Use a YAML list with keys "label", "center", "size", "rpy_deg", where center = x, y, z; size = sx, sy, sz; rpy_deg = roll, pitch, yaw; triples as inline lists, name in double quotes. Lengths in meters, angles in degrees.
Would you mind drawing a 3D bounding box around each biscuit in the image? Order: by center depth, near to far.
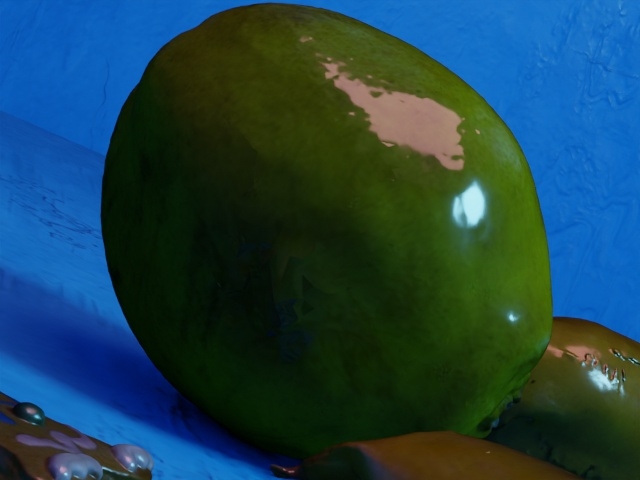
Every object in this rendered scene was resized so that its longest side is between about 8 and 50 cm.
- label: "biscuit"
  center: [-0.178, 0.068, 0.745]
  size: [0.205, 0.031, 0.138]
  rpy_deg: [24, 4, 14]

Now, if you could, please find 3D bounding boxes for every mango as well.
- label: "mango"
  center: [0.203, 0.135, 1.224]
  size: [0.249, 0.151, 0.156]
  rpy_deg: [21, -30, -3]

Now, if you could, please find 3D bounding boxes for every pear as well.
- label: "pear"
  center: [0.000, 0.000, 1.016]
  size: [0.321, 0.269, 0.269]
  rpy_deg: [53, 13, 16]

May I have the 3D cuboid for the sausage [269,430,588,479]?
- label: "sausage"
  center: [0.105, 0.158, 0.757]
  size: [0.328, 0.112, 0.112]
  rpy_deg: [25, 3, 40]
